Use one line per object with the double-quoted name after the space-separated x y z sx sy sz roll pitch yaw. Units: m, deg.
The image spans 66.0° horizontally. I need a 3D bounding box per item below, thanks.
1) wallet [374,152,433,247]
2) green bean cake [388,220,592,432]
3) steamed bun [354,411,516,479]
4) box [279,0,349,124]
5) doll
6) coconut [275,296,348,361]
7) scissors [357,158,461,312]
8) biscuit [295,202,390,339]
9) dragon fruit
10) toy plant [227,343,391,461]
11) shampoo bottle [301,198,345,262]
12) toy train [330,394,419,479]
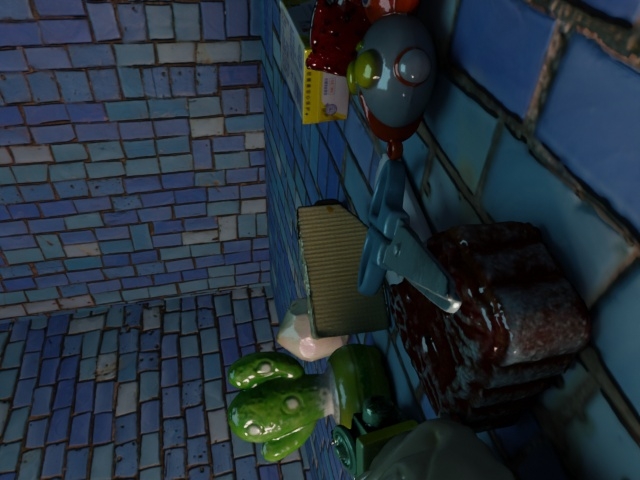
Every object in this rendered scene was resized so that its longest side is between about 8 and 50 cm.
0.123 -0.046 0.749 0.095 0.033 0.190 101 158 -53 "wallet"
0.152 0.076 0.510 0.232 0.097 0.198 96 163 -51 "green bean cake"
0.115 0.348 0.440 0.324 0.219 0.309 56 161 27 "steamed bun"
-0.016 -0.388 1.048 0.265 0.097 0.168 -109 16 -44 "box"
0.084 -0.269 0.610 0.200 0.105 0.336 -141 46 -74 "doll"
-0.026 0.223 1.268 0.171 0.183 0.170 171 90 -75 "coconut"
0.083 0.005 0.529 0.447 0.029 0.192 -93 15 -82 "scissors"
0.038 0.053 0.929 0.052 0.150 0.252 143 118 -76 "biscuit"
0.035 -0.361 0.788 0.092 0.123 0.192 -87 -5 -59 "dragon fruit"
-0.027 0.321 0.990 0.184 0.316 0.224 -139 44 -77 "toy plant"
0.000 0.000 1.259 0.350 0.084 0.125 121 139 -73 "shampoo bottle"
0.119 0.454 0.827 0.237 0.150 0.368 -146 49 -64 "toy train"
